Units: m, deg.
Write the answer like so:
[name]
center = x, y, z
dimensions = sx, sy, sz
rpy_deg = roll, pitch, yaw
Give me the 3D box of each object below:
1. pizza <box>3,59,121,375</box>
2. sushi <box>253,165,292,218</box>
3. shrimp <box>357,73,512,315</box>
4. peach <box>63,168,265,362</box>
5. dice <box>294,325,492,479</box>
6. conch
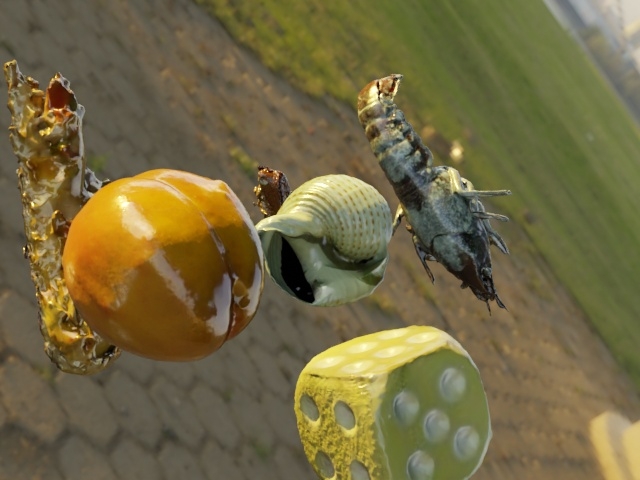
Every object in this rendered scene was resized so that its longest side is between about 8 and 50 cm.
[pizza]
center = -0.217, -0.021, 1.236
dimensions = 0.251, 0.074, 0.287
rpy_deg = 10, 71, -84
[sushi]
center = -0.079, -0.067, 2.112
dimensions = 0.061, 0.060, 0.118
rpy_deg = -28, 112, -67
[shrimp]
center = 0.183, -0.069, 2.069
dimensions = 0.410, 0.221, 0.166
rpy_deg = 52, 37, -9
[peach]
center = -0.104, 0.020, 0.896
dimensions = 0.138, 0.138, 0.138
rpy_deg = 50, 15, -19
[dice]
center = 0.084, 0.204, 1.509
dimensions = 0.166, 0.169, 0.169
rpy_deg = 1, -71, 55
[conch]
center = 0.000, -0.001, 1.723
dimensions = 0.131, 0.200, 0.172
rpy_deg = -165, -108, -78
